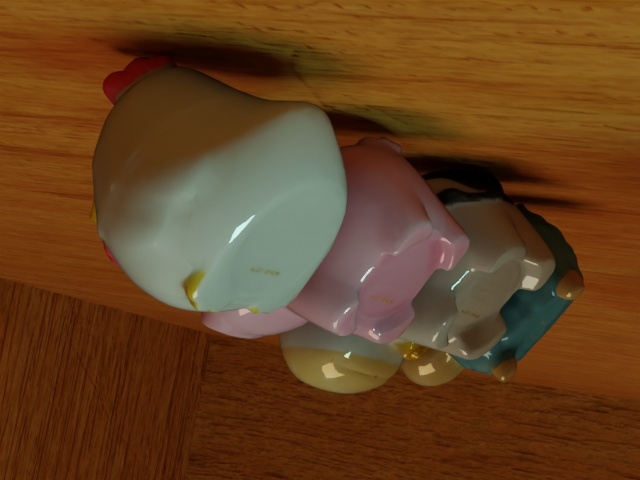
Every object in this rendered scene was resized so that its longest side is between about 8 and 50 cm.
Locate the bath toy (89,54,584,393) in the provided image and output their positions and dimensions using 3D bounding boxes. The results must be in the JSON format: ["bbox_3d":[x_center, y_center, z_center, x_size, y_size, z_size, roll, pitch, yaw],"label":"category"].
[{"bbox_3d":[0.000,0.000,0.770,0.129,0.151,0.348,47,-168,29],"label":"bath toy"}]
